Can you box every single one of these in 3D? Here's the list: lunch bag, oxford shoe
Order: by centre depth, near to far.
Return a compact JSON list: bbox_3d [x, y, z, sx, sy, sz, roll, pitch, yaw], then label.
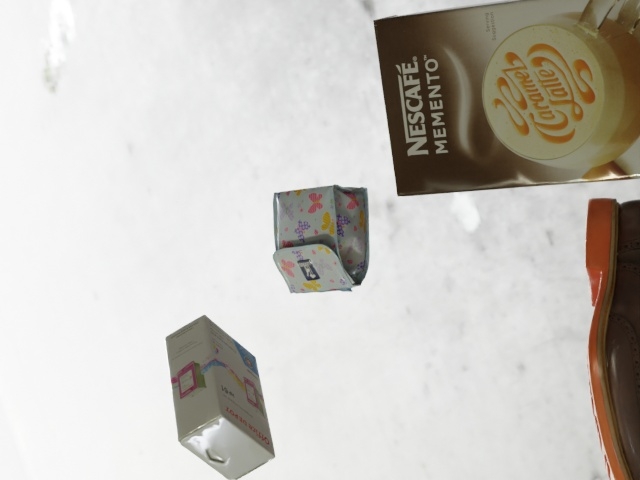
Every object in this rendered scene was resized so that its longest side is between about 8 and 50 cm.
[{"bbox_3d":[0.000,0.000,0.981,0.071,0.053,0.083,-4,87,43],"label":"lunch bag"},{"bbox_3d":[0.266,0.084,0.996,0.097,0.098,0.271,58,-147,-61],"label":"oxford shoe"}]

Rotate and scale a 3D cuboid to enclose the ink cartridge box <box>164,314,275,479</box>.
[{"bbox_3d":[-0.092,0.143,1.125,0.088,0.052,0.122,45,-158,-42],"label":"ink cartridge box"}]

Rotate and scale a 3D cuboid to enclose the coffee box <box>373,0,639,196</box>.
[{"bbox_3d":[0.177,-0.113,0.921,0.246,0.098,0.141,-4,101,22],"label":"coffee box"}]
